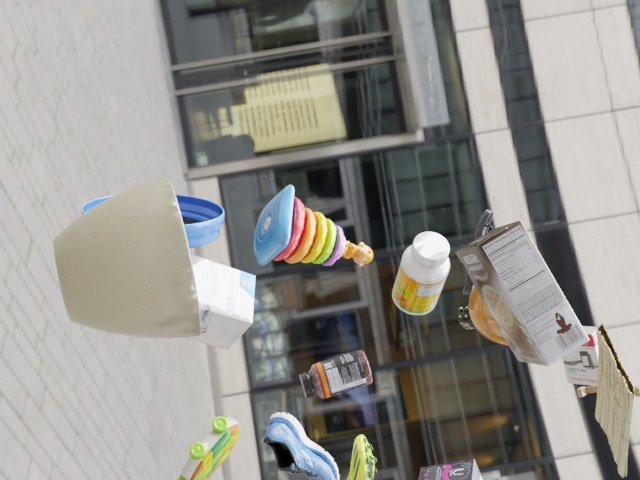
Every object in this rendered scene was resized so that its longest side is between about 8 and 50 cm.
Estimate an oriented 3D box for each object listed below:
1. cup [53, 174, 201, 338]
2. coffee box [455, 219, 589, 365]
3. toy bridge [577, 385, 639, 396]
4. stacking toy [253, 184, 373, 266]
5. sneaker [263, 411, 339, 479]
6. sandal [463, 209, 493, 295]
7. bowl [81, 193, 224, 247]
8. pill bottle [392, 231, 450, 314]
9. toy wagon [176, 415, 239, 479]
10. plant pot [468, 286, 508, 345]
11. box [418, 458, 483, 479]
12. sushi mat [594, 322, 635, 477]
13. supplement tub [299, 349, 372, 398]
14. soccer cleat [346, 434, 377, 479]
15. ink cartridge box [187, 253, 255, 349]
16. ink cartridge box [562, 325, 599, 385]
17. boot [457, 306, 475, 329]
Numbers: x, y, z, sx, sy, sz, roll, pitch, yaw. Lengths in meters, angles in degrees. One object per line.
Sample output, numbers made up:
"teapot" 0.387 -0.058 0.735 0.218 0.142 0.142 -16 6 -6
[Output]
"cup" -0.389 0.055 1.384 0.331 0.237 0.331 168 -90 -74
"coffee box" 0.367 0.098 1.290 0.246 0.098 0.141 60 -9 3
"toy bridge" 0.843 0.434 2.030 0.063 0.188 0.026 -11 89 -47
"stacking toy" 0.000 0.000 1.733 0.166 0.302 0.175 -39 -140 51
"sneaker" -0.073 0.725 2.290 0.330 0.130 0.147 48 41 -10
"sandal" 0.468 0.039 2.015 0.097 0.055 0.254 10 93 -70
"bowl" -0.466 -0.055 1.959 0.391 0.391 0.077 -105 -161 -74
"pill bottle" 0.289 0.091 1.978 0.245 0.136 0.136 98 -15 -50
"toy wagon" -0.409 0.769 2.414 0.344 0.068 0.267 -47 159 -38
"plant pot" 0.507 0.173 1.772 0.188 0.205 0.205 -177 -102 -82
"box" 0.300 0.638 1.555 0.163 0.142 0.247 65 24 -16
"sushi mat" 0.553 0.310 1.323 0.151 0.019 0.316 -99 172 -46
"supplement tub" 0.043 0.389 2.002 0.106 0.198 0.106 164 -90 -84
"soccer cleat" 0.115 0.749 2.171 0.093 0.121 0.289 46 33 -49
"ink cartridge box" -0.324 0.171 1.956 0.168 0.233 0.171 -47 -149 42
"ink cartridge box" 0.711 0.310 1.872 0.109 0.063 0.150 -6 -78 52
"boot" 0.564 0.249 2.509 0.236 0.179 0.085 45 48 -36
